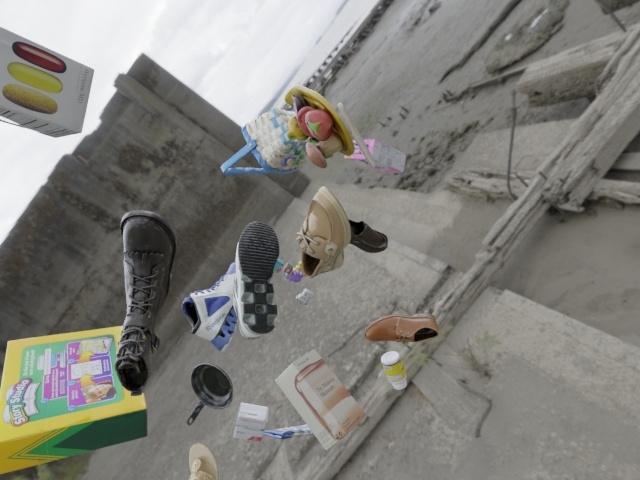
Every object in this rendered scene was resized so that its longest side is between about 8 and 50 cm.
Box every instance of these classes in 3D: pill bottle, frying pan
[{"bbox_3d":[0.247,0.432,1.440,0.065,0.116,0.065,-19,17,6],"label":"pill bottle"},{"bbox_3d":[-0.428,0.624,1.719,0.053,0.197,0.326,-34,-43,-62],"label":"frying pan"}]

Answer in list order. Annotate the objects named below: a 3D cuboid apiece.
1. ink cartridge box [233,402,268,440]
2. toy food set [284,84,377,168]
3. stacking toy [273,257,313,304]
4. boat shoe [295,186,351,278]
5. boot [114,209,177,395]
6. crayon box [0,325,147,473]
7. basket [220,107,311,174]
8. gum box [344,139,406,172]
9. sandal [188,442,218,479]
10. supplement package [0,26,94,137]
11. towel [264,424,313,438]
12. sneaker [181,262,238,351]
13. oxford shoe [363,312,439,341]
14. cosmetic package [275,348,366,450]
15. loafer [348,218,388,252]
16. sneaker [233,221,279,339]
[{"bbox_3d":[-0.262,0.686,1.645,0.063,0.109,0.150,-87,12,-54],"label":"ink cartridge box"},{"bbox_3d":[-0.011,-0.179,0.729,0.071,0.128,0.218,-39,37,-5],"label":"toy food set"},{"bbox_3d":[-0.118,0.096,1.400,0.052,0.221,0.167,-45,28,19],"label":"stacking toy"},{"bbox_3d":[0.000,0.000,1.131,0.110,0.122,0.341,-30,-29,-18],"label":"boat shoe"},{"bbox_3d":[-0.300,0.108,0.737,0.229,0.091,0.263,-101,17,-47],"label":"boot"},{"bbox_3d":[-0.647,0.386,1.145,0.363,0.313,0.106,43,130,51],"label":"crayon box"},{"bbox_3d":[-0.176,-0.314,1.502,0.289,0.201,0.254,-28,-5,33],"label":"basket"},{"bbox_3d":[0.172,-0.264,1.371,0.107,0.188,0.062,10,90,43],"label":"gum box"},{"bbox_3d":[-0.357,0.748,1.320,0.088,0.240,0.079,-15,-10,4],"label":"sandal"},{"bbox_3d":[-0.575,-0.296,0.796,0.133,0.244,0.139,5,85,39],"label":"supplement package"},{"bbox_3d":[-0.101,0.876,2.016,0.209,0.285,0.034,-26,62,54],"label":"towel"},{"bbox_3d":[-0.353,0.192,1.448,0.127,0.182,0.316,-43,29,45],"label":"sneaker"},{"bbox_3d":[0.229,0.256,1.227,0.212,0.076,0.076,-10,26,2],"label":"oxford shoe"},{"bbox_3d":[-0.001,0.556,1.542,0.129,0.296,0.153,-51,-18,29],"label":"cosmetic package"},{"bbox_3d":[0.141,-0.020,1.460,0.078,0.220,0.080,-48,34,49],"label":"loafer"},{"bbox_3d":[-0.193,0.110,1.205,0.146,0.122,0.331,-42,42,54],"label":"sneaker"}]
